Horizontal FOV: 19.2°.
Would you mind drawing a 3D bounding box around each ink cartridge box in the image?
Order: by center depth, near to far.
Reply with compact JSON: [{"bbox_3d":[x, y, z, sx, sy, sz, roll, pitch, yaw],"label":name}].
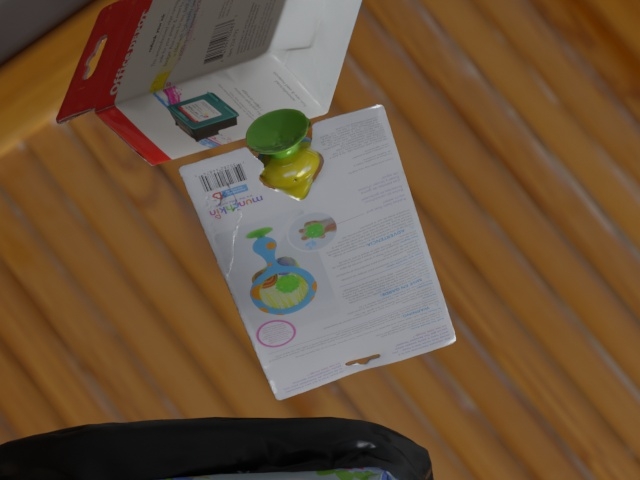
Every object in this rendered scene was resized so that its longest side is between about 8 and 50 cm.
[{"bbox_3d":[-0.089,-0.145,1.491,0.231,0.134,0.078,-13,-44,38],"label":"ink cartridge box"}]

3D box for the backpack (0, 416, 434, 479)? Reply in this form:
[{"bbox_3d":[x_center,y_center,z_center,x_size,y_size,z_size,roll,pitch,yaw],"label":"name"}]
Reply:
[{"bbox_3d":[-0.057,0.269,1.026,0.273,0.290,0.355,94,-6,-66],"label":"backpack"}]

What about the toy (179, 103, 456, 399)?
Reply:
[{"bbox_3d":[0.000,0.000,1.287,0.237,0.137,0.056,70,4,-47],"label":"toy"}]
